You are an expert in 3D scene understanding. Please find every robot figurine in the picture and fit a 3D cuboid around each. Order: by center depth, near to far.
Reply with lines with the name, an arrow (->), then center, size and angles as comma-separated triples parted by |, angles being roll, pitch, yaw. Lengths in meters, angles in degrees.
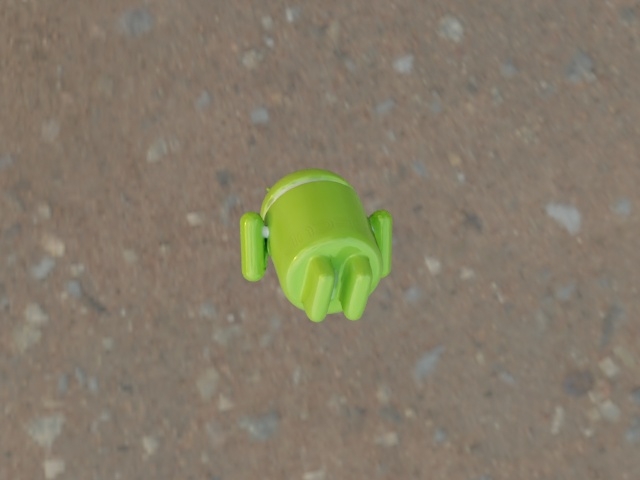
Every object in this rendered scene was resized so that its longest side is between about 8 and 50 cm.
robot figurine -> 0.000, 0.000, 1.104 | 0.101, 0.115, 0.067 | -3, 131, -16
